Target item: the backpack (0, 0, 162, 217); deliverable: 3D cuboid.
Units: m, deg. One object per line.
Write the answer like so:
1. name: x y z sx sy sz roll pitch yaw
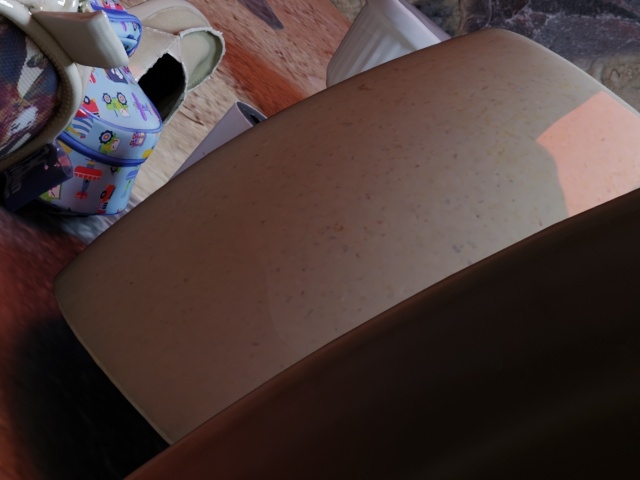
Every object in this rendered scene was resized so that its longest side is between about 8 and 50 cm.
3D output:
1. backpack: -0.169 -0.100 0.855 0.173 0.117 0.158 48 14 13

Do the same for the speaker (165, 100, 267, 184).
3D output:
1. speaker: -0.071 -0.015 0.812 0.055 0.136 0.055 39 12 -10

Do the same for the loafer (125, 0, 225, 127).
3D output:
1. loafer: -0.142 -0.128 1.086 0.092 0.102 0.268 45 22 8

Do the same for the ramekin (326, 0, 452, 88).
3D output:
1. ramekin: 0.125 -0.150 1.532 0.273 0.127 0.273 39 12 -10

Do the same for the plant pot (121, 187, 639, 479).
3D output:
1. plant pot: 0.062 0.175 0.299 0.280 0.323 0.323 58 12 -5

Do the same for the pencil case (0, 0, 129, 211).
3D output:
1. pencil case: -0.211 -0.215 0.686 0.160 0.183 0.410 89 -11 -61

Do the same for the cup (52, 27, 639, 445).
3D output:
1. cup: 0.069 0.036 0.692 0.331 0.237 0.331 40 0 0
